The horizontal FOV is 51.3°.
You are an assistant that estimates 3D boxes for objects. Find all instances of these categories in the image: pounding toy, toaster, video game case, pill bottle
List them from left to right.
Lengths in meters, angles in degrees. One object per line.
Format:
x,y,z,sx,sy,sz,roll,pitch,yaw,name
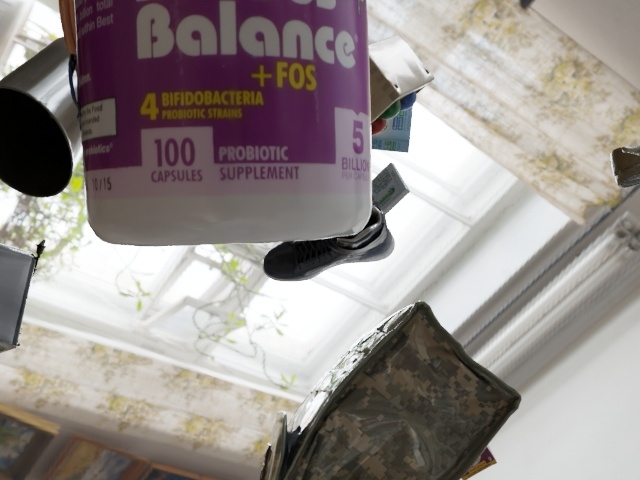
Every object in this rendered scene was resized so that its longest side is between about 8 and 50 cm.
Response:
-0.538,0.087,1.052,0.168,0.110,0.185,-17,-121,39,toaster
-0.057,-0.151,0.392,0.169,0.169,0.301,-175,-98,-64,pill bottle
0.075,-0.204,0.980,0.181,0.094,0.206,-39,179,38,pounding toy
0.152,-0.114,1.734,0.157,0.019,0.143,-44,-146,18,video game case

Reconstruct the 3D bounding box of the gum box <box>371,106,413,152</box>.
0.119,-0.278,1.540,0.041,0.184,0.157,89,10,-52,gum box

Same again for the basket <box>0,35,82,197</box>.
-0.428,-0.216,1.071,0.227,0.154,0.204,-78,180,-46,basket

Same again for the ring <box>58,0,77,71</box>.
-0.157,-0.283,0.797,0.032,0.336,0.336,22,-94,32,ring

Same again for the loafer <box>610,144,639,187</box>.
0.423,-0.108,0.824,0.056,0.148,0.050,118,-46,-62,loafer

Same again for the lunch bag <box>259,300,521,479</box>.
0.032,0.224,0.708,0.287,0.169,0.235,-45,173,-15,lunch bag

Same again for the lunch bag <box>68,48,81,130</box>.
-0.203,-0.148,0.632,0.067,0.065,0.098,3,-83,63,lunch bag

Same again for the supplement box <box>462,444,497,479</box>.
0.193,0.273,0.905,0.055,0.083,0.043,-33,-170,7,supplement box

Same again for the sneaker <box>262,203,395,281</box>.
0.000,-0.002,1.059,0.163,0.226,0.086,58,18,-71,sneaker
